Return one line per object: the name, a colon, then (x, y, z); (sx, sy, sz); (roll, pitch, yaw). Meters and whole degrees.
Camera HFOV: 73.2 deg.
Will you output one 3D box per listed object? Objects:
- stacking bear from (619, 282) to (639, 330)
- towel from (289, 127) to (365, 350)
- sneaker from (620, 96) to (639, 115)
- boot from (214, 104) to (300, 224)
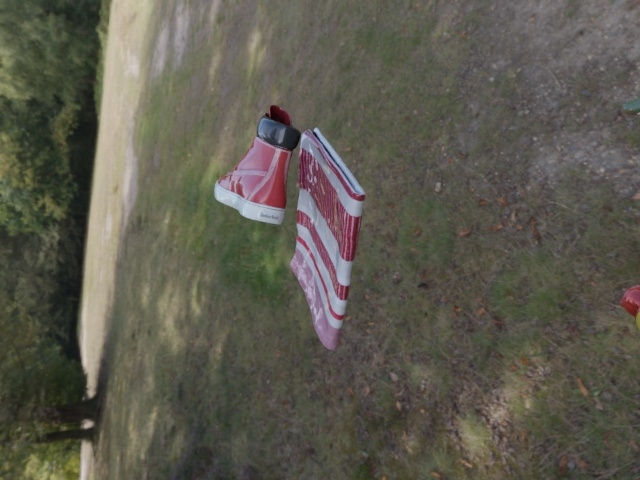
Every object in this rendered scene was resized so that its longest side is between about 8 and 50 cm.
stacking bear: (1.028, 0.239, 1.283); (0.289, 0.164, 0.175); (-95, 29, -62)
towel: (0.000, 0.000, 0.759); (0.237, 0.037, 0.329); (-118, 27, -47)
sneaker: (1.027, -0.444, 1.308); (0.086, 0.192, 0.064); (73, -169, -50)
boot: (-0.107, -0.135, 0.728); (0.244, 0.088, 0.176); (25, 103, 59)
